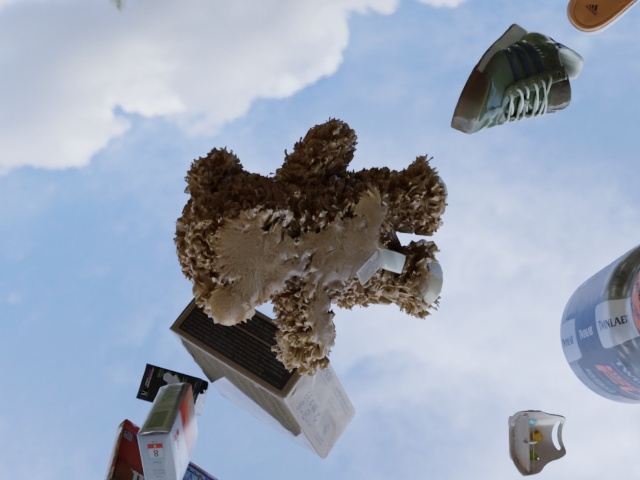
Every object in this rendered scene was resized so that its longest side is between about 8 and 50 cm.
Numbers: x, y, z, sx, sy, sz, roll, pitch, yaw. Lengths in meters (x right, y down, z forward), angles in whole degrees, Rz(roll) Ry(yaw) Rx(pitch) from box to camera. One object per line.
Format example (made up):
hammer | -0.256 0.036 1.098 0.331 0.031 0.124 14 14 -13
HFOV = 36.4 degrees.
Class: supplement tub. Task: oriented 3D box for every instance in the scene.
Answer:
supplement tub | 0.428 0.103 1.225 0.194 0.316 0.193 0 -103 1

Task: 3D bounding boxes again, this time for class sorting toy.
sorting toy | 0.283 0.254 1.251 0.075 0.083 0.045 -1 -179 -18

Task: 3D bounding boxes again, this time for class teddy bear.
teddy bear | 0.000 0.000 0.958 0.338 0.245 0.113 -22 -157 -34

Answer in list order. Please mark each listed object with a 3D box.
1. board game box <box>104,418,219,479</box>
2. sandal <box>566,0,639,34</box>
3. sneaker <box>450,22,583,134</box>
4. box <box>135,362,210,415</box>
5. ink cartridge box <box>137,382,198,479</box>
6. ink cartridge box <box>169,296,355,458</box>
board game box | -0.230 0.423 1.614 0.027 0.281 0.145 -41 -156 23
sandal | 0.471 -0.409 1.418 0.102 0.076 0.265 42 -85 4
sneaker | 0.194 -0.147 0.914 0.086 0.064 0.192 24 -141 14
box | -0.205 0.209 1.359 0.083 0.062 0.052 15 -101 8
ink cartridge box | -0.166 0.275 1.134 0.045 0.179 0.145 -10 -167 4
ink cartridge box | -0.070 0.176 1.294 0.193 0.234 0.088 28 -110 26
